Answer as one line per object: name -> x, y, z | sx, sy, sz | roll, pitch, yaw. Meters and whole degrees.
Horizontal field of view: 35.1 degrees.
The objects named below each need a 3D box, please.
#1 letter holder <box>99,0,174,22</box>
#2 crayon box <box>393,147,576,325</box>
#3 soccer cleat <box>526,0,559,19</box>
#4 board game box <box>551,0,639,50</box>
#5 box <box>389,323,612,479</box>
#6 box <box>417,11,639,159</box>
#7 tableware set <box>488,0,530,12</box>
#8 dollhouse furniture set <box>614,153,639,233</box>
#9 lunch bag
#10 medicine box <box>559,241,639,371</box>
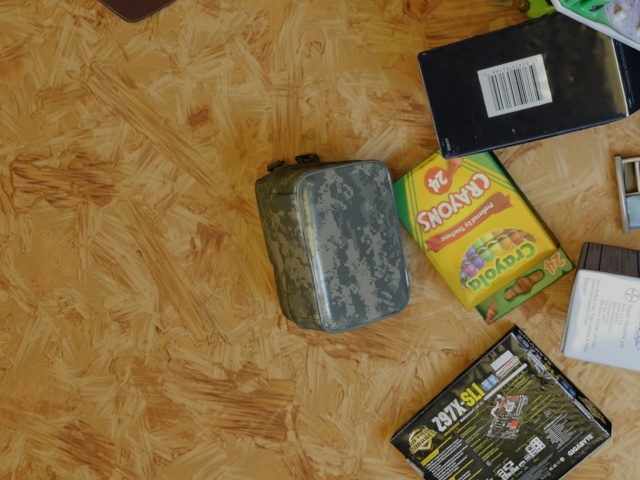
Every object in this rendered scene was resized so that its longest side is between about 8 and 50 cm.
letter holder -> -0.305, -0.571, 1.873 | 0.302, 0.214, 0.152 | -28, 58, 19
crayon box -> 0.283, -0.020, 1.810 | 0.202, 0.081, 0.318 | -37, 88, 18
soccer cleat -> 0.434, -0.420, 1.714 | 0.179, 0.060, 0.072 | -11, 88, 19
board game box -> 0.512, -0.443, 1.483 | 0.390, 0.050, 0.390 | 18, 67, -24
box -> 0.329, 0.355, 1.860 | 0.257, 0.079, 0.322 | 46, 108, 7
box -> 0.356, -0.258, 1.617 | 0.296, 0.294, 0.183 | -11, 98, 28
tableware set -> 0.350, -0.467, 1.731 | 0.104, 0.024, 0.154 | 12, 89, 38
dollhouse furniture set -> 0.567, -0.118, 1.593 | 0.198, 0.303, 0.286 | -7, 97, 16
lunch bag -> 0.000, 0.000, 1.821 | 0.256, 0.212, 0.305 | 1, 104, 58
medicine box -> 0.556, 0.116, 1.655 | 0.289, 0.263, 0.149 | 11, 102, 15
